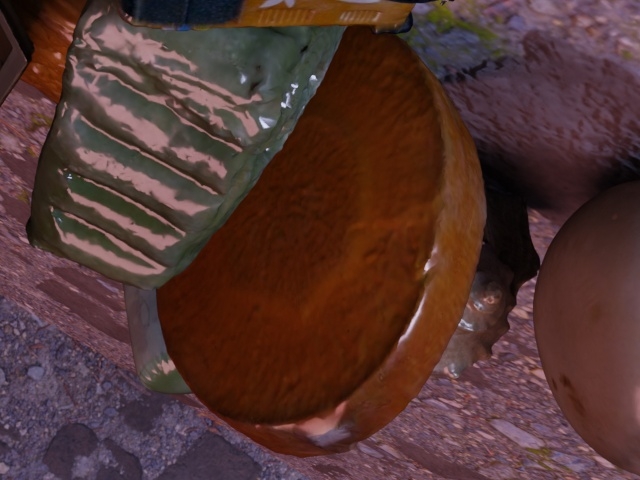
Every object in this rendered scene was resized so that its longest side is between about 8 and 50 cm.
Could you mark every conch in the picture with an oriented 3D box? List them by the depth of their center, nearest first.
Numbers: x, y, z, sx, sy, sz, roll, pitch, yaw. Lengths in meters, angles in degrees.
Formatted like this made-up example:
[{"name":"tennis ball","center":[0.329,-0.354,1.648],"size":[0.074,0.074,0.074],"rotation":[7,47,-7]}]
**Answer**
[{"name":"conch","center":[0.070,0.015,0.898],"size":[0.178,0.163,0.245],"rotation":[-9,-173,-30]}]

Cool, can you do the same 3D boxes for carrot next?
[{"name":"carrot","center":[0.000,0.000,0.765],"size":[0.258,0.307,0.100],"rotation":[-34,135,29]}]

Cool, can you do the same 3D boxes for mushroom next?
[{"name":"mushroom","center":[0.251,0.054,0.775],"size":[0.204,0.204,0.204],"rotation":[25,161,9]}]

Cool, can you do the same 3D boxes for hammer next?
[{"name":"hammer","center":[-0.158,0.019,1.261],"size":[0.119,0.206,0.335],"rotation":[-8,147,-13]}]

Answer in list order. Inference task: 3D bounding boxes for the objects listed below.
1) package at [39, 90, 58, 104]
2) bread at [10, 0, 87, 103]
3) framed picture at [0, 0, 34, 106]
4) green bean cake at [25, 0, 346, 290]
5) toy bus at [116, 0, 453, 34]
[{"name":"package","center":[-0.223,-0.123,1.092],"size":[0.171,0.027,0.173],"rotation":[33,179,-26]},{"name":"bread","center":[-0.170,-0.159,0.892],"size":[0.210,0.099,0.235],"rotation":[36,164,-14]},{"name":"framed picture","center":[-0.287,-0.222,0.815],"size":[0.273,0.016,0.216],"rotation":[63,155,-6]},{"name":"green bean cake","center":[-0.072,-0.101,0.667],"size":[0.125,0.222,0.227],"rotation":[29,139,-11]},{"name":"toy bus","center":[-0.001,-0.190,0.421],"size":[0.167,0.138,0.275],"rotation":[-3,166,-15]}]
